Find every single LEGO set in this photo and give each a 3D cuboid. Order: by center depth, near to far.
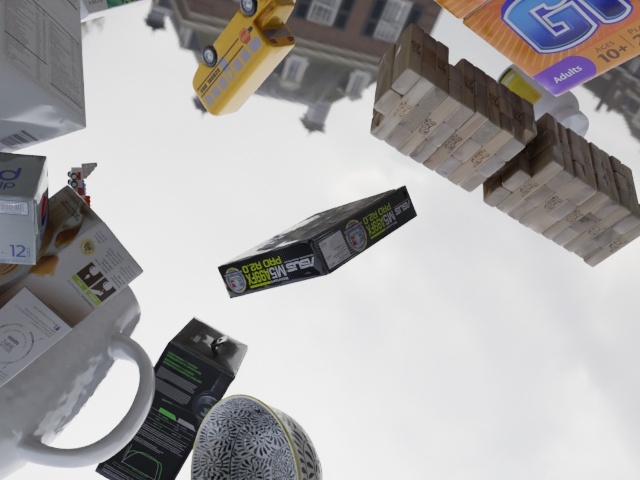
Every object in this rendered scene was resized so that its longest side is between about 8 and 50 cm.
[{"bbox_3d":[-0.425,-0.016,1.358,0.060,0.244,0.182,-5,-118,-28],"label":"LEGO set"}]

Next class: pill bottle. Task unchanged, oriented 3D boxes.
[{"bbox_3d":[0.403,-0.244,1.386,0.103,0.103,0.184,5,-144,-29],"label":"pill bottle"}]

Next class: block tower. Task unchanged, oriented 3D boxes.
[{"bbox_3d":[0.205,-0.097,0.830,0.335,0.091,0.097,29,-137,-18],"label":"block tower"}]

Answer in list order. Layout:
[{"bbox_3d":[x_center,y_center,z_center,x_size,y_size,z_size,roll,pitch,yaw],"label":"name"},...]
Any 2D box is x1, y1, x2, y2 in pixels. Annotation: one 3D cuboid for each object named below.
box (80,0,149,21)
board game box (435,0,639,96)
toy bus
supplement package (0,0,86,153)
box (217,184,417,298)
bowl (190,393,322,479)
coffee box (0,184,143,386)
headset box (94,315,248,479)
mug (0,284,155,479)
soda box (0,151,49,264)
[{"bbox_3d":[-0.469,-0.593,1.467,0.322,0.058,0.232,65,-150,-16],"label":"box"},{"bbox_3d":[0.320,-0.464,0.891,0.356,0.356,0.356,30,-119,-21],"label":"board game box"},{"bbox_3d":[-0.170,-0.440,1.766,0.108,0.333,0.130,-23,-102,-48],"label":"toy bus"},{"bbox_3d":[-0.475,-0.286,1.080,0.198,0.199,0.262,45,-147,-65],"label":"supplement package"},{"bbox_3d":[0.000,0.000,1.231,0.270,0.216,0.060,-31,-79,-49],"label":"box"},{"bbox_3d":[-0.050,0.240,0.770,0.080,0.170,0.170,8,-148,-43],"label":"bowl"},{"bbox_3d":[-0.365,0.060,0.946,0.246,0.098,0.141,-41,-141,-14],"label":"coffee box"},{"bbox_3d":[-0.254,0.289,1.385,0.131,0.283,0.246,30,-177,-2],"label":"headset box"},{"bbox_3d":[-0.424,0.193,1.119,0.374,0.276,0.328,18,-128,12],"label":"mug"},{"bbox_3d":[-0.446,-0.044,0.815,0.286,0.091,0.098,4,-146,-12],"label":"soda box"}]
